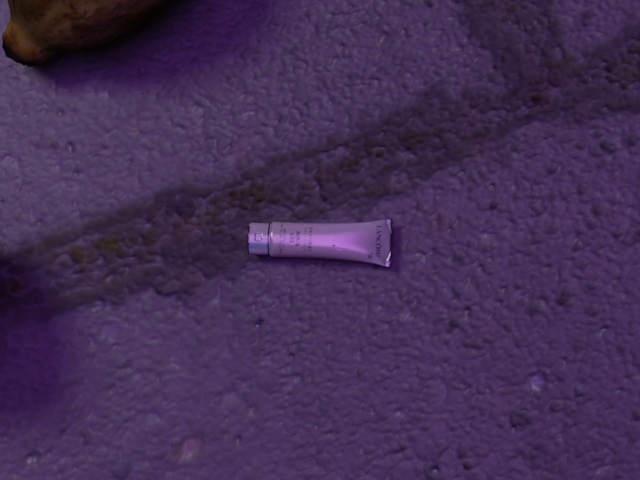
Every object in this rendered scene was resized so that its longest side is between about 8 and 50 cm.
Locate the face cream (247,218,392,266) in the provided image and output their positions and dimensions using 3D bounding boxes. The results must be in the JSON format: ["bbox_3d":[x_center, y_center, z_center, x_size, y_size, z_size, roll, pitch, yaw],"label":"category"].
[{"bbox_3d":[0.000,0.000,1.144,0.115,0.020,0.038,2,80,2],"label":"face cream"}]

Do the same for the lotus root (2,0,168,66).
[{"bbox_3d":[-0.176,-0.223,1.147,0.138,0.138,0.214,38,97,10],"label":"lotus root"}]
